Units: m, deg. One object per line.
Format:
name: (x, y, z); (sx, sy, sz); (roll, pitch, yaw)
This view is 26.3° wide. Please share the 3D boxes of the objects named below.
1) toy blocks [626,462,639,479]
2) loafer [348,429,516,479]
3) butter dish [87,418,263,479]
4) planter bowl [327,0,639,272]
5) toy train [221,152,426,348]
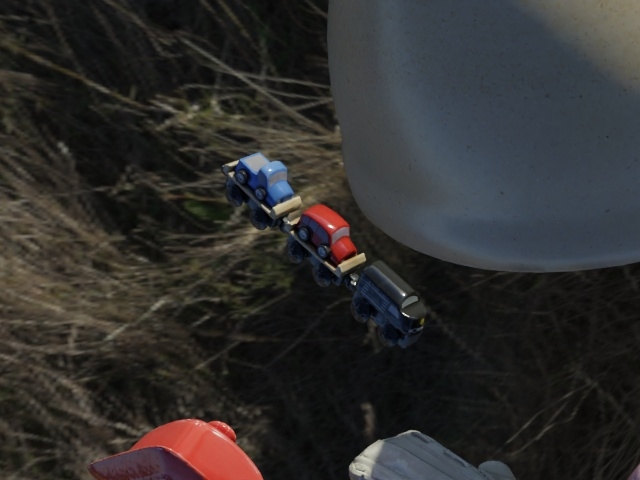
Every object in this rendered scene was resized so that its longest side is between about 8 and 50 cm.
toy blocks: (0.273, 0.248, 0.614); (0.308, 0.289, 0.260); (24, 144, -7)
loafer: (0.164, 0.268, 1.376); (0.319, 0.111, 0.112); (22, 139, 44)
butter dish: (-0.125, 0.235, 1.392); (0.160, 0.118, 0.160); (47, 141, -19)
planter bowl: (0.072, -0.083, 0.395); (0.162, 0.162, 0.109); (-4, 126, 21)
toy train: (0.000, 0.000, 0.776); (0.158, 0.027, 0.036); (42, 132, 23)
